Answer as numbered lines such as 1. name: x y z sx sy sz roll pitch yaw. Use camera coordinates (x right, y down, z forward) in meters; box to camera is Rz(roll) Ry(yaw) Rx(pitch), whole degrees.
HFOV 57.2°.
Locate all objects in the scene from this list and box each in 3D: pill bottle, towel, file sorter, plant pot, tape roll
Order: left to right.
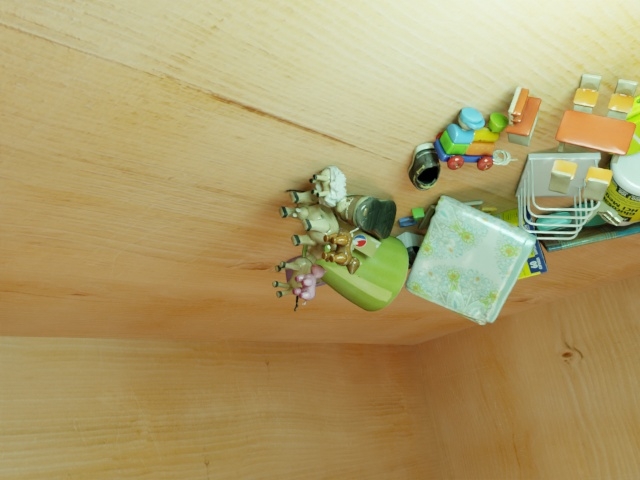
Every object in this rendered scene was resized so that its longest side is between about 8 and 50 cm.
1. tape roll: -0.040 0.119 2.253 0.189 0.080 0.189 -9 159 -3
2. plant pot: 0.093 0.066 1.966 0.294 0.274 0.275 23 145 -31
3. towel: 0.472 0.075 1.898 0.321 0.090 0.374 24 124 11
4. file sorter: 0.700 -0.122 1.752 0.193 0.173 0.277 1 162 11
5. towel: 0.999 -0.042 2.166 0.370 0.040 0.271 -13 -169 13
6. pill bottle: 0.943 -0.164 1.772 0.188 0.187 0.334 -13 159 9

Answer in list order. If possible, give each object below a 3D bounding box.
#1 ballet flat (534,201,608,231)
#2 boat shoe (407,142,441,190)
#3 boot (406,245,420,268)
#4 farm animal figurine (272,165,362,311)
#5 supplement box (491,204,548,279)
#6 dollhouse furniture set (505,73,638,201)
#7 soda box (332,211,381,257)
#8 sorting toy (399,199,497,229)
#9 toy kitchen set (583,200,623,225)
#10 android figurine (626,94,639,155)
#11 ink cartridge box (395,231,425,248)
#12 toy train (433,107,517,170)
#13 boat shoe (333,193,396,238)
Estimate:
1. ballet flat: 0.927 -0.083 2.141 0.281 0.095 0.096 -8 172 27
2. boat shoe: 0.285 -0.182 1.607 0.081 0.068 0.227 -11 160 4
3. boot: 0.310 0.098 2.159 0.229 0.091 0.263 -23 155 28
4. farm animal figurine: 0.000 0.000 1.621 0.172 0.326 0.330 -1 161 -38
5. supplement box: 0.577 0.038 2.044 0.357 0.194 0.195 -18 -169 21
6. dollhouse furniture set: 0.557 -0.253 1.312 0.259 0.262 0.135 17 166 22
7. soda box: 0.096 -0.020 1.825 0.181 0.058 0.061 29 -168 -10
8. sorting toy: 0.441 -0.075 1.993 0.348 0.047 0.196 -6 159 -9
9. toy kitchen set: 0.857 -0.061 1.792 0.075 0.083 0.068 -42 162 -2
10. android figurine: 0.852 -0.303 1.530 0.248 0.056 0.273 17 149 -41
11. ink cartridge box: 0.323 0.063 2.285 0.261 0.066 0.296 8 154 -37
12. toy train: 0.419 -0.255 1.451 0.248 0.105 0.143 -1 145 -21
13. boat shoe: 0.139 -0.084 1.770 0.120 0.122 0.324 18 179 24
